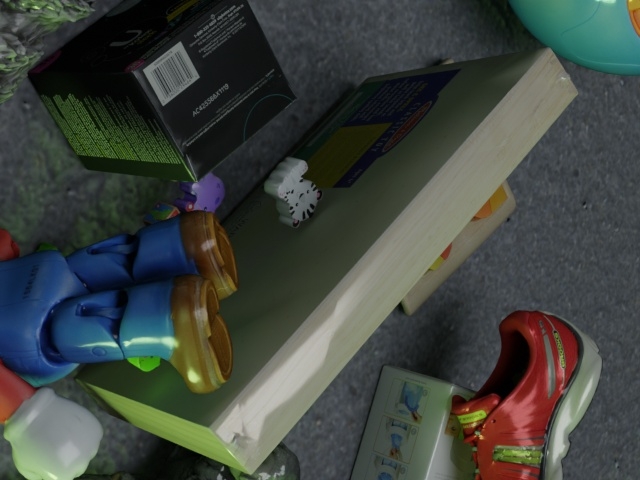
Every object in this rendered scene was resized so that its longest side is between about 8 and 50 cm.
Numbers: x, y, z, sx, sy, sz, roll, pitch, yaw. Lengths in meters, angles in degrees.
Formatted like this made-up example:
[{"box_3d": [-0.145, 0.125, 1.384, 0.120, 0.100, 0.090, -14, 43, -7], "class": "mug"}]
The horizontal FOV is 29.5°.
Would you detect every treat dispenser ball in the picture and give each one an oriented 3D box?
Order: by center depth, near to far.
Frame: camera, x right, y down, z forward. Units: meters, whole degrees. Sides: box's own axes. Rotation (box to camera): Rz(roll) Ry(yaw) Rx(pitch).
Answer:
[{"box_3d": [0.318, -0.310, 1.219, 0.288, 0.288, 0.288, -8, 102, -39], "class": "treat dispenser ball"}]

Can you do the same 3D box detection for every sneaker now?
[{"box_3d": [0.172, 0.198, 1.187, 0.118, 0.107, 0.279, 26, 76, -21], "class": "sneaker"}]

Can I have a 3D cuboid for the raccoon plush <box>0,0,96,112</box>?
[{"box_3d": [-0.144, -0.182, 0.851, 0.446, 0.216, 0.299, 2, 101, -17], "class": "raccoon plush"}]

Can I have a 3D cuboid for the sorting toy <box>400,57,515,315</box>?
[{"box_3d": [0.117, -0.054, 1.256, 0.193, 0.038, 0.208, -43, 122, -27], "class": "sorting toy"}]

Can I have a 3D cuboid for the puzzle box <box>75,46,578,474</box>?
[{"box_3d": [0.000, 0.000, 0.998, 0.409, 0.272, 0.052, -47, 112, -20], "class": "puzzle box"}]

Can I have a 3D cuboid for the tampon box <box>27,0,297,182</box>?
[{"box_3d": [-0.126, -0.124, 0.958, 0.120, 0.161, 0.101, -44, 122, -28], "class": "tampon box"}]

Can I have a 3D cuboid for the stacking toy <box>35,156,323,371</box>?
[{"box_3d": [-0.124, -0.001, 0.978, 0.221, 0.167, 0.052, -50, 137, -22], "class": "stacking toy"}]

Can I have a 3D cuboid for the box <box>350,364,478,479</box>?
[{"box_3d": [0.107, 0.246, 1.254, 0.114, 0.103, 0.203, 22, 83, -40], "class": "box"}]

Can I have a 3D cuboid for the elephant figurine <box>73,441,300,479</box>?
[{"box_3d": [-0.137, 0.242, 1.038, 0.239, 0.186, 0.169, -36, 162, -19], "class": "elephant figurine"}]

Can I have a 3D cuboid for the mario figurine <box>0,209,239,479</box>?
[{"box_3d": [-0.215, 0.071, 0.861, 0.198, 0.320, 0.170, -49, 132, -78], "class": "mario figurine"}]
